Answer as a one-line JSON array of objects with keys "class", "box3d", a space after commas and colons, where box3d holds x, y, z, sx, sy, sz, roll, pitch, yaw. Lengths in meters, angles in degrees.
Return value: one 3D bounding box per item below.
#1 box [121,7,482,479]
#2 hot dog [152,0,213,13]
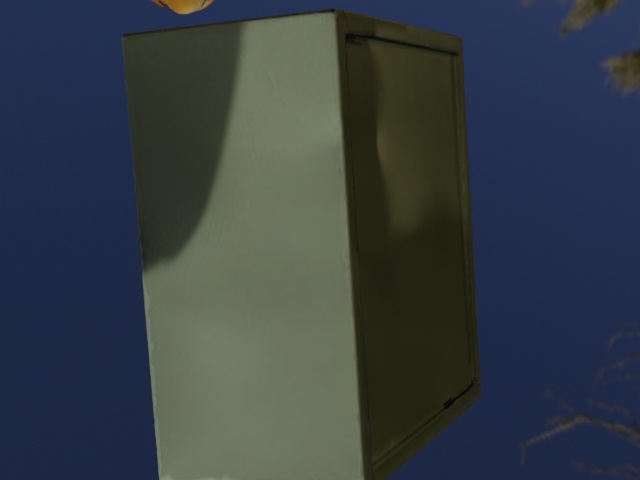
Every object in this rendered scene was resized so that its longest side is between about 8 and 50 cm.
[{"class": "box", "box3d": [0.000, 0.000, 0.696, 0.117, 0.225, 0.225, -2, -176, 21]}, {"class": "hot dog", "box3d": [-0.180, -0.346, 1.090, 0.100, 0.337, 0.135, -29, -139, -11]}]
